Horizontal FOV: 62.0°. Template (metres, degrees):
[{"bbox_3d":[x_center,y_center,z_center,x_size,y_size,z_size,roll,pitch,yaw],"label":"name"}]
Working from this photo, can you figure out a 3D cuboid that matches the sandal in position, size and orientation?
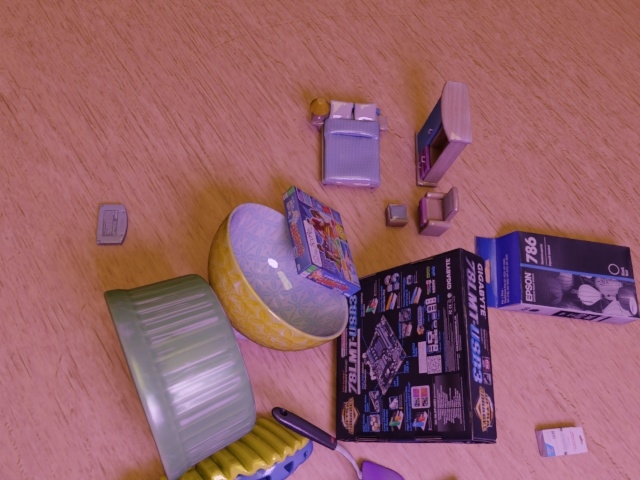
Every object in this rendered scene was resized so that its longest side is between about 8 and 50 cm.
[{"bbox_3d":[-0.150,0.409,0.877,0.317,0.126,0.138,-23,111,-24],"label":"sandal"}]

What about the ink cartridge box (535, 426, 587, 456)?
[{"bbox_3d":[0.459,0.383,1.015,0.083,0.028,0.048,-1,69,-9],"label":"ink cartridge box"}]

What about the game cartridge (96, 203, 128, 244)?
[{"bbox_3d":[-0.409,-0.031,1.049,0.055,0.017,0.083,-1,69,-5],"label":"game cartridge"}]

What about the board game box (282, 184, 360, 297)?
[{"bbox_3d":[0.000,0.000,1.015,0.136,0.035,0.201,29,34,-38],"label":"board game box"}]

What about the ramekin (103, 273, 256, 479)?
[{"bbox_3d":[-0.219,0.200,0.842,0.148,0.303,0.303,-19,73,-23],"label":"ramekin"}]

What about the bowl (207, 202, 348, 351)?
[{"bbox_3d":[-0.103,0.090,0.955,0.156,0.289,0.289,-39,75,23],"label":"bowl"}]

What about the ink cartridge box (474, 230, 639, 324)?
[{"bbox_3d":[0.496,0.076,1.124,0.332,0.065,0.166,6,69,-5],"label":"ink cartridge box"}]

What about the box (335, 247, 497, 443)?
[{"bbox_3d":[0.146,0.189,0.908,0.073,0.293,0.296,19,62,-35],"label":"box"}]

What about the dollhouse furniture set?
[{"bbox_3d":[0.127,-0.183,1.094,0.303,0.198,0.287,4,68,-7],"label":"dollhouse furniture set"}]

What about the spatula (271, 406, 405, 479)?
[{"bbox_3d":[0.037,0.362,0.901,0.296,0.084,0.030,39,108,-13],"label":"spatula"}]
